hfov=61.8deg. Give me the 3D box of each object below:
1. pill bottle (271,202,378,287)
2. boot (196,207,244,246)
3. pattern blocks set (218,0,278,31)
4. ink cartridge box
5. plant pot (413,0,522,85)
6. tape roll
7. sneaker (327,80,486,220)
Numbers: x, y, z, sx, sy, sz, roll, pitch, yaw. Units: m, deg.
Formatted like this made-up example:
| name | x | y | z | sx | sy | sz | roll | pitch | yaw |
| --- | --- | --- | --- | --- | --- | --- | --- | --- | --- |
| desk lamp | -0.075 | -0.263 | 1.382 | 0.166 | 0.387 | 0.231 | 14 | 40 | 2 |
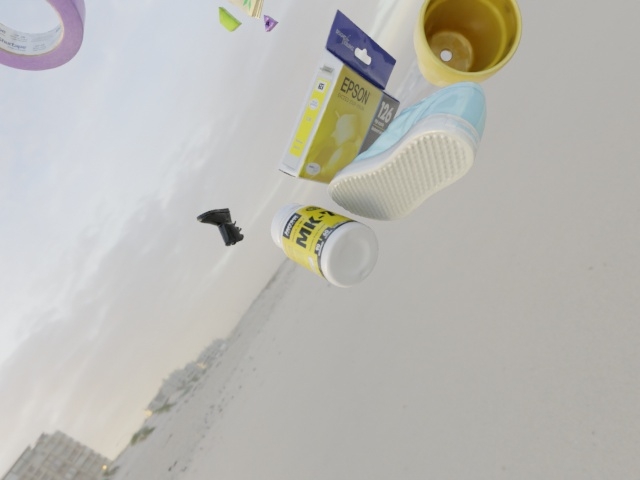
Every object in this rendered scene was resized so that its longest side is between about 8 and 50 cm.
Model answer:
| name | x | y | z | sx | sy | sz | roll | pitch | yaw |
| --- | --- | --- | --- | --- | --- | --- | --- | --- | --- |
| pill bottle | 0.000 | 0.000 | 0.999 | 0.209 | 0.119 | 0.119 | 25 | 83 | 51 |
| boot | -0.259 | -0.031 | 1.400 | 0.045 | 0.099 | 0.121 | -28 | -6 | 32 |
| pattern blocks set | -0.217 | -0.718 | 1.478 | 0.026 | 0.325 | 0.285 | -30 | -15 | -46 |
| ink cartridge box | 0.064 | -0.260 | 1.098 | 0.304 | 0.072 | 0.307 | 1 | -63 | -61 |
| plant pot | 0.354 | -0.512 | 1.388 | 0.253 | 0.254 | 0.239 | -60 | 2 | -2 |
| tape roll | -0.693 | -0.530 | 1.235 | 0.274 | 0.275 | 0.090 | 122 | 145 | -50 |
| sneaker | 0.147 | -0.141 | 0.898 | 0.366 | 0.135 | 0.150 | -21 | 34 | 58 |
